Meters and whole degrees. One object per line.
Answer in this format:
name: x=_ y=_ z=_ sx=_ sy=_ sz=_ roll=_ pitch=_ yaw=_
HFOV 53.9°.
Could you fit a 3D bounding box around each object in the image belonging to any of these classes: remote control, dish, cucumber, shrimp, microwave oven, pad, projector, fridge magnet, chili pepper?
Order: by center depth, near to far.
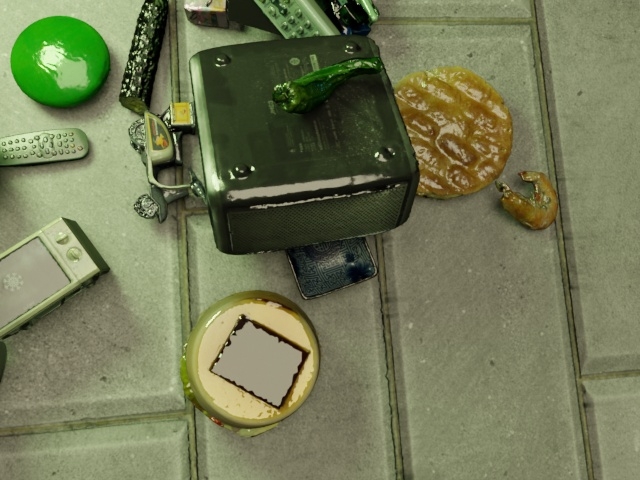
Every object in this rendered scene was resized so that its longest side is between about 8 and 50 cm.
chili pepper: x=-0.010 y=-0.274 z=1.135 sx=0.279 sy=0.122 sz=0.065 roll=-34 pitch=100 yaw=-38
microwave oven: x=-0.566 y=0.078 z=1.258 sx=0.241 sy=0.194 sz=0.145 roll=-36 pitch=93 yaw=-11
projector: x=-0.040 y=-0.203 z=1.286 sx=0.406 sy=0.242 sz=0.394 roll=-9 pitch=60 yaw=-8
remote control: x=-0.618 y=-0.198 z=1.362 sx=0.222 sy=0.042 sz=0.072 roll=-9 pitch=85 yaw=-10
remote control: x=-0.087 y=-0.541 z=1.370 sx=0.335 sy=0.128 sz=0.065 roll=47 pitch=63 yaw=-18
fridge magnet: x=-0.564 y=-0.388 z=1.372 sx=0.208 sy=0.088 sz=0.207 roll=1 pitch=81 yaw=-7
dish: x=0.000 y=0.000 z=1.394 sx=0.182 sy=0.080 sz=0.243 roll=-19 pitch=82 yaw=-12
cucumber: x=-0.389 y=-0.431 z=1.411 sx=0.072 sy=0.072 sz=0.299 roll=11 pitch=79 yaw=-6
pad: x=-0.090 y=-0.545 z=1.449 sx=0.265 sy=0.009 sz=0.159 roll=6 pitch=80 yaw=-30
shrimp: x=0.485 y=-0.101 z=1.475 sx=0.188 sy=0.052 sz=0.132 roll=25 pitch=75 yaw=-26

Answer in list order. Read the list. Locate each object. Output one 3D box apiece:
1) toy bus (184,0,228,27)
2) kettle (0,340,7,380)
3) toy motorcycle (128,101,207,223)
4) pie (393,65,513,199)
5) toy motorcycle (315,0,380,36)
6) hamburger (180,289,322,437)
toy bus: x=-0.251 y=-0.637 z=1.448 sx=0.113 sy=0.090 sz=0.273 roll=2 pitch=81 yaw=-3
kettle: x=-0.804 y=0.274 z=1.194 sx=0.318 sy=0.205 sz=0.264 roll=15 pitch=78 yaw=-8
toy motorcycle: x=-0.334 y=-0.167 z=1.372 sx=0.157 sy=0.091 sz=0.262 roll=-6 pitch=81 yaw=-13
pie: x=0.292 y=-0.249 z=1.472 sx=0.340 sy=0.083 sz=0.339 roll=1 pitch=79 yaw=-7
toy motorcycle: x=-0.005 y=-0.598 z=1.433 sx=0.196 sy=0.125 sz=0.331 roll=-38 pitch=95 yaw=-28
hamburger: x=-0.141 y=0.244 z=1.301 sx=0.302 sy=0.170 sz=0.301 roll=2 pitch=80 yaw=-12
